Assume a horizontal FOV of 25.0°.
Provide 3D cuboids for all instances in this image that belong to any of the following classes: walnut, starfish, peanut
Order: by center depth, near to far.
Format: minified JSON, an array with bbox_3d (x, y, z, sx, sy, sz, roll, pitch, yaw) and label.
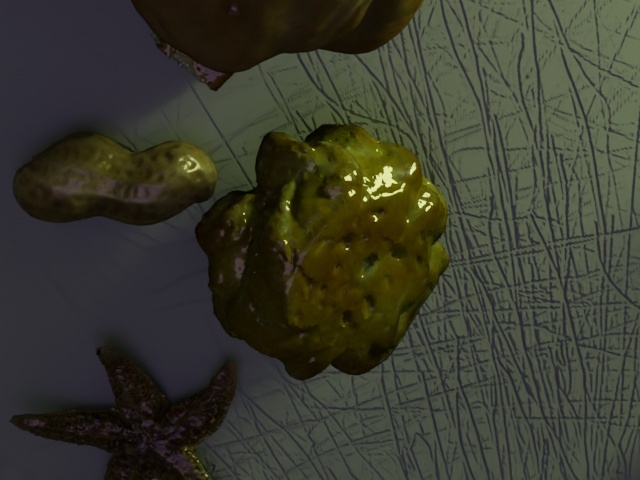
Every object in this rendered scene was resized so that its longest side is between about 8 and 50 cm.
[{"bbox_3d":[-0.032,-0.315,1.146,0.306,0.306,0.344,-1,116,1],"label":"walnut"},{"bbox_3d":[-0.194,-0.058,1.365,0.192,0.089,0.089,1,112,-5],"label":"peanut"},{"bbox_3d":[-0.173,0.205,1.481,0.277,0.062,0.236,27,109,-8],"label":"starfish"}]

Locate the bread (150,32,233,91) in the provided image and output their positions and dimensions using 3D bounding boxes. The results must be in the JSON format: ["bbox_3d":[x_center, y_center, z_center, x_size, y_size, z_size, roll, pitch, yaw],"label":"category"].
[{"bbox_3d":[-0.105,-0.185,1.316,0.083,0.077,0.070,41,95,-15],"label":"bread"}]

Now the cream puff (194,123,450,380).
[{"bbox_3d":[0.005,0.006,1.324,0.196,0.244,0.244,33,112,21],"label":"cream puff"}]
